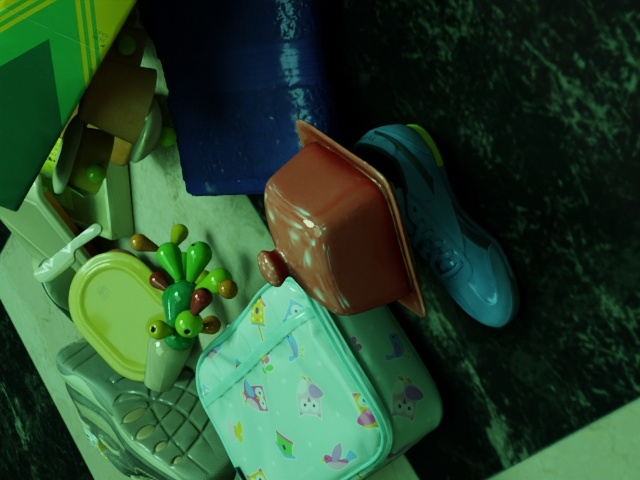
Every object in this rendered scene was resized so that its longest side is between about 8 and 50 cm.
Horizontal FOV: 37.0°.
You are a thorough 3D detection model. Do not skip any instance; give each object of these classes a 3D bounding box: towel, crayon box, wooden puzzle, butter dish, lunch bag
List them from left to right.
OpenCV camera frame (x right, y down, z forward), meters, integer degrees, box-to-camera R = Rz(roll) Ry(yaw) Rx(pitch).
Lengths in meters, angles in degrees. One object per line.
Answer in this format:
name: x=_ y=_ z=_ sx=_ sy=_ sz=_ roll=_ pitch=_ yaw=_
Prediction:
wooden puzzle: x=-0.387 y=-0.023 z=1.324 sx=0.221 sy=0.044 sz=0.239 roll=19 pitch=144 yaw=40
crayon box: x=-0.248 y=-0.264 z=0.920 sx=0.313 sy=0.106 sz=0.363 roll=-46 pitch=32 yaw=36
towel: x=-0.075 y=-0.196 z=0.967 sx=0.227 sy=0.076 sz=0.308 roll=3 pitch=108 yaw=42
lunch bag: x=-0.020 y=0.159 z=1.009 sx=0.224 sy=0.108 sz=0.279 roll=58 pitch=136 yaw=13
butter dish: x=0.000 y=0.000 z=0.828 sx=0.160 sy=0.118 sz=0.160 roll=39 pitch=154 yaw=49

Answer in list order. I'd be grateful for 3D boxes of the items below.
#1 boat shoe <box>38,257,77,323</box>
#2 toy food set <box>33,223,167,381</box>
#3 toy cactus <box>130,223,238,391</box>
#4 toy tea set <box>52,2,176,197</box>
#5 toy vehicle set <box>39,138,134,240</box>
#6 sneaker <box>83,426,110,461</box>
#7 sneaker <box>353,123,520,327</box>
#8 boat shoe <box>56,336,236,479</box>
boat shoe: x=-0.342 y=0.074 z=1.301 sx=0.043 sy=0.049 sz=0.137 roll=17 pitch=148 yaw=46
toy food set: x=-0.249 y=0.080 z=1.241 sx=0.128 sy=0.071 sz=0.218 roll=-44 pitch=84 yaw=12
toy cactus: x=-0.169 y=0.085 z=1.085 sx=0.219 sy=0.112 sz=0.180 roll=43 pitch=118 yaw=61
toy tea set: x=-0.203 y=-0.141 z=1.030 sx=0.336 sy=0.124 sz=0.200 roll=-113 pitch=43 yaw=-60
toy vehicle set: x=-0.353 y=-0.111 z=1.304 sx=0.267 sy=0.035 sz=0.166 roll=19 pitch=118 yaw=41
sneaker: x=-0.327 y=0.304 z=1.442 sx=0.083 sy=0.032 sz=0.037 roll=47 pitch=146 yaw=30
sneaker: x=0.096 y=-0.008 z=0.849 sx=0.069 sy=0.082 sz=0.209 roll=-39 pitch=78 yaw=44
boat shoe: x=-0.219 y=0.238 z=1.248 sx=0.355 sy=0.132 sz=0.130 roll=31 pitch=135 yaw=45
